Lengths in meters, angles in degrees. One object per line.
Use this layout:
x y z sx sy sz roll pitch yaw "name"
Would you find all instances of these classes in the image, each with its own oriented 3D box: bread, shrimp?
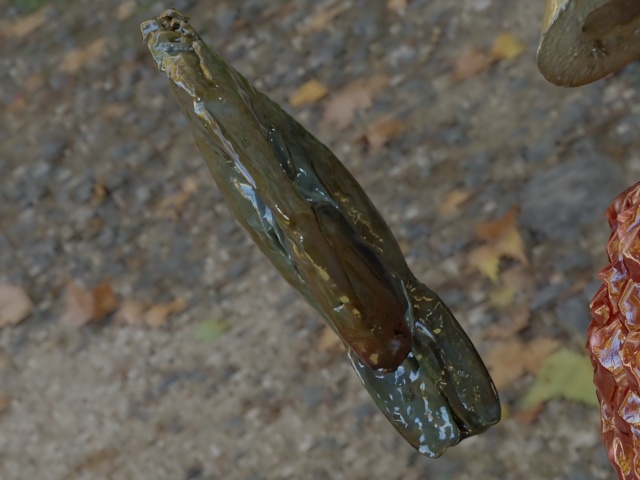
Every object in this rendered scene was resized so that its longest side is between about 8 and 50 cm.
0.118 -0.102 0.681 0.062 0.049 0.103 5 56 12 "bread"
0.001 -0.001 0.823 0.058 0.253 0.173 -37 6 1 "shrimp"

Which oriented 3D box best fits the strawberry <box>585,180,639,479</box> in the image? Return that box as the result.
0.199 0.081 0.562 0.312 0.267 0.351 -78 8 -88 "strawberry"
